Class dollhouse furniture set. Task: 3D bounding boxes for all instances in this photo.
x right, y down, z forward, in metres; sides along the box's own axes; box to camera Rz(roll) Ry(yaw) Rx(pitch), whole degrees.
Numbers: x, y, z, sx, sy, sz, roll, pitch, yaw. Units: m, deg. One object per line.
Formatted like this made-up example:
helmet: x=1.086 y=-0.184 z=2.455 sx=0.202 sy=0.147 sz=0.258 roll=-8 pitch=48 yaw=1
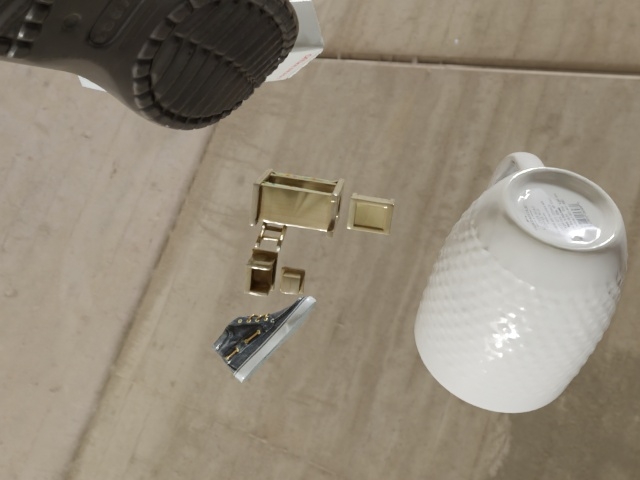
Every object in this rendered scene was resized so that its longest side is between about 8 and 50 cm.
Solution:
dollhouse furniture set: x=0.000 y=0.000 z=0.968 sx=0.101 sy=0.181 sz=0.161 roll=-66 pitch=-15 yaw=-70

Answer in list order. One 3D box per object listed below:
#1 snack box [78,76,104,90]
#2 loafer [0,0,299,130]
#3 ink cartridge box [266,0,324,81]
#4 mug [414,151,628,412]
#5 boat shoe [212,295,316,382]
snack box: x=-0.278 y=-0.262 z=1.063 sx=0.037 sy=0.141 sz=0.100 roll=80 pitch=-149 yaw=-52
loafer: x=-0.133 y=-0.176 z=0.459 sx=0.134 sy=0.130 sz=0.366 roll=-41 pitch=-16 yaw=15
ink cartridge box: x=-0.124 y=-0.317 z=1.162 sx=0.212 sy=0.154 sz=0.093 roll=-13 pitch=-92 yaw=-30
mug: x=0.312 y=0.026 z=1.117 sx=0.328 sy=0.276 sz=0.374 roll=99 pitch=175 yaw=-48
boat shoe: x=-0.094 y=0.140 z=1.159 sx=0.183 sy=0.083 sz=0.065 roll=-46 pitch=-11 yaw=4
